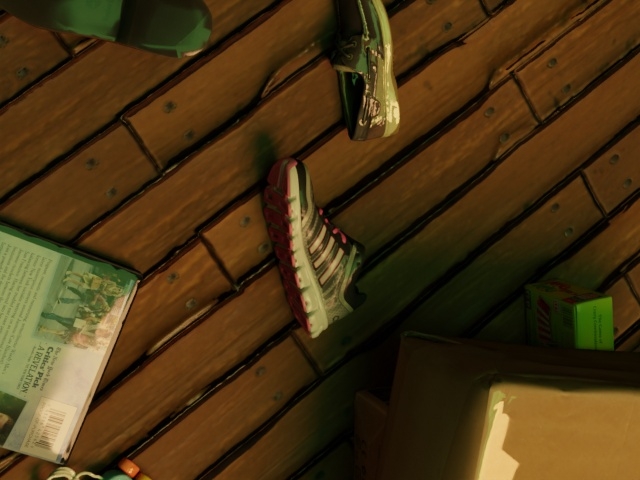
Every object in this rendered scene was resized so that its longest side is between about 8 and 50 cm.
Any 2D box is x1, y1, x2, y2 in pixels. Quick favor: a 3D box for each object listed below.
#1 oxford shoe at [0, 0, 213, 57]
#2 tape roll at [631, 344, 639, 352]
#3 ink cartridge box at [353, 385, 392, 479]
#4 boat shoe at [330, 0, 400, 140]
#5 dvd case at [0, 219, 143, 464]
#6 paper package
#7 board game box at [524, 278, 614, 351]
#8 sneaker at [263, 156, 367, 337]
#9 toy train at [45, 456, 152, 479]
[{"bbox_3d":[-0.192,-0.196,0.993,0.212,0.076,0.076,23,92,-9],"label":"oxford shoe"},{"bbox_3d":[0.446,0.267,1.345,0.392,0.072,0.392,-4,100,-22],"label":"tape roll"},{"bbox_3d":[0.133,0.257,1.199,0.193,0.088,0.234,-4,101,-21],"label":"ink cartridge box"},{"bbox_3d":[0.034,-0.161,1.098,0.049,0.056,0.152,-21,107,-24],"label":"boat shoe"},{"bbox_3d":[-0.293,0.067,1.018,0.253,0.022,0.180,22,89,-25],"label":"dvd case"},{"bbox_3d":[0.204,0.258,1.087,0.310,0.168,0.324,6,98,-22],"label":"paper package"},{"bbox_3d":[0.248,0.137,1.223,0.043,0.092,0.181,-10,103,-21],"label":"board game box"},{"bbox_3d":[0.000,0.000,1.110,0.075,0.063,0.170,-20,112,-19],"label":"sneaker"},{"bbox_3d":[-0.186,0.276,1.079,0.125,0.046,0.166,-9,103,-31],"label":"toy train"}]
